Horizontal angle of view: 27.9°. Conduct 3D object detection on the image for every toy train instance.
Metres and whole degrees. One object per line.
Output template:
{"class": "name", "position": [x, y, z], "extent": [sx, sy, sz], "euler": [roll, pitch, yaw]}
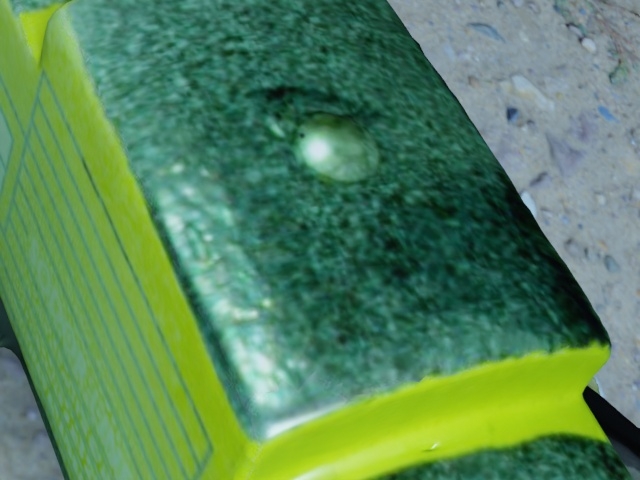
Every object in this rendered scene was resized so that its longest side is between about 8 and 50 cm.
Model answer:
{"class": "toy train", "position": [-0.038, 0.050, 0.488], "extent": [0.179, 0.272, 0.442], "euler": [-10, 56, -31]}

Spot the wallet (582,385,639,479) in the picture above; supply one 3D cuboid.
{"class": "wallet", "position": [0.164, 0.118, 0.611], "extent": [0.323, 0.247, 0.041], "euler": [38, 90, -21]}

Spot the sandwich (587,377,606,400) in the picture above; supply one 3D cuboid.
{"class": "sandwich", "position": [0.136, 0.183, 0.714], "extent": [0.162, 0.058, 0.193], "euler": [53, 46, 1]}
